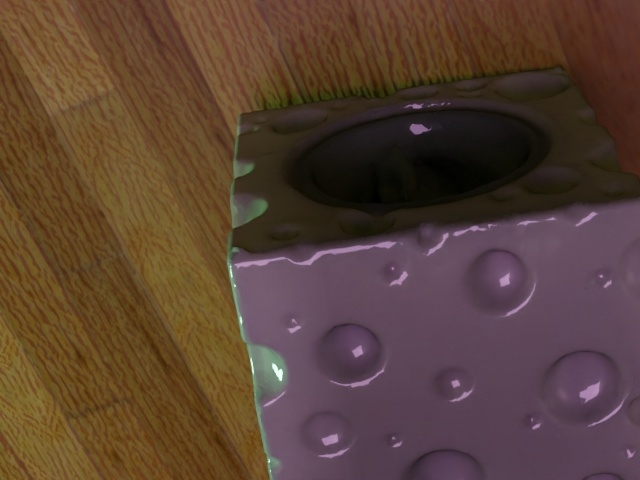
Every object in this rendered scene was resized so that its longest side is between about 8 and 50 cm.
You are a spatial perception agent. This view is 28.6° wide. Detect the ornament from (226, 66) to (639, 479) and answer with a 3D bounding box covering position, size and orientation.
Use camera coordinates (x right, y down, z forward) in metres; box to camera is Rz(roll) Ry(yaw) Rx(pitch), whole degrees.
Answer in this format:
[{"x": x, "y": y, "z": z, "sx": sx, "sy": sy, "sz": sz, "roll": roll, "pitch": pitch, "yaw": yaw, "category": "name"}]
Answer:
[{"x": 0.077, "y": 0.045, "z": 0.836, "sx": 0.239, "sy": 0.240, "sz": 0.240, "roll": -9, "pitch": 116, "yaw": 2, "category": "ornament"}]
